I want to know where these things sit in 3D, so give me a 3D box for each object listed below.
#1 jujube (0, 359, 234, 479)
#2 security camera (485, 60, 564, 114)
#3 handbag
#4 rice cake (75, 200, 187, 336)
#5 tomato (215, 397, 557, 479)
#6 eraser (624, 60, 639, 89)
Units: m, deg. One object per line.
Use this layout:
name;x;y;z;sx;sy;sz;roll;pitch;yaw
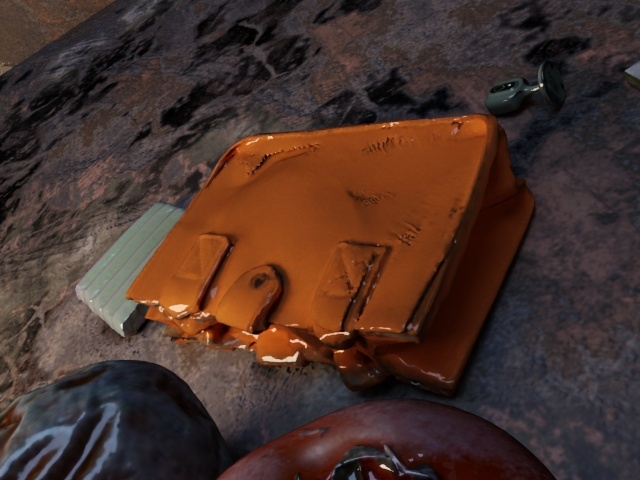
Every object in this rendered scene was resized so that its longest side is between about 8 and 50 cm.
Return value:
jujube;-0.213;0.241;0.608;0.246;0.215;0.308;12;55;44
security camera;0.243;-0.181;0.880;0.092;0.058;0.058;-8;43;44
handbag;0.000;0.000;0.802;0.410;0.116;0.303;2;49;40
rice cake;-0.251;0.030;1.029;0.198;0.037;0.189;-48;39;-18
tomato;0.037;0.233;0.414;0.270;0.227;0.270;-8;31;5
eraser;0.374;-0.175;0.791;0.038;0.019;0.083;-29;37;4
